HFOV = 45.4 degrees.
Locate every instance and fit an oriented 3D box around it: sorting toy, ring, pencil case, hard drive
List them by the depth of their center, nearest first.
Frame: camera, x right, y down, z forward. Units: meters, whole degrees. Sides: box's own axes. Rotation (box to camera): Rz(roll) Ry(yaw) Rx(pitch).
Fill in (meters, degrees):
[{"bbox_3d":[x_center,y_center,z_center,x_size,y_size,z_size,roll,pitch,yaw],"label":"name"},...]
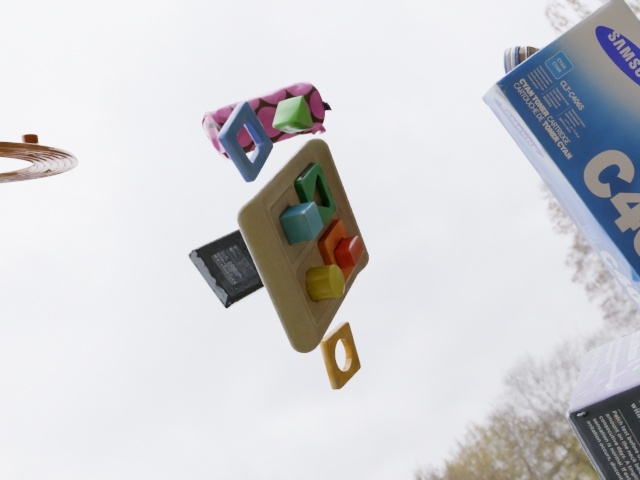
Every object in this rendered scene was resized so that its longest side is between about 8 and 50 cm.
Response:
[{"bbox_3d":[0.000,0.000,0.846,0.196,0.047,0.347,-51,-54,-52],"label":"sorting toy"},{"bbox_3d":[-0.502,-0.108,1.028,0.337,0.032,0.336,-6,-2,0],"label":"ring"},{"bbox_3d":[-0.113,0.032,1.098,0.135,0.094,0.022,-28,-12,-50],"label":"hard drive"},{"bbox_3d":[-0.091,-0.199,1.286,0.209,0.095,0.098,-23,-77,-25],"label":"pencil case"}]

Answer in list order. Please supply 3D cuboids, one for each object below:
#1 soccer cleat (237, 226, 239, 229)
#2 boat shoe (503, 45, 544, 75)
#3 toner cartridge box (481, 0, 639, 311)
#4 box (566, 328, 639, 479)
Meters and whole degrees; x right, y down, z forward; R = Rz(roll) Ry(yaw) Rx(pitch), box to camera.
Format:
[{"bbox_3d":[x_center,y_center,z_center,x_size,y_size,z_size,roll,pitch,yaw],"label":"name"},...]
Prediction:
[{"bbox_3d":[-0.079,0.014,1.348,0.095,0.083,0.248,-68,-23,-1],"label":"soccer cleat"},{"bbox_3d":[0.316,-0.232,1.087,0.183,0.066,0.066,-1,-90,-61],"label":"boat shoe"},{"bbox_3d":[0.347,-0.070,0.822,0.165,0.348,0.075,-36,-3,-1],"label":"toner cartridge box"},{"bbox_3d":[0.293,0.101,0.521,0.207,0.108,0.153,-32,-5,24],"label":"box"}]
